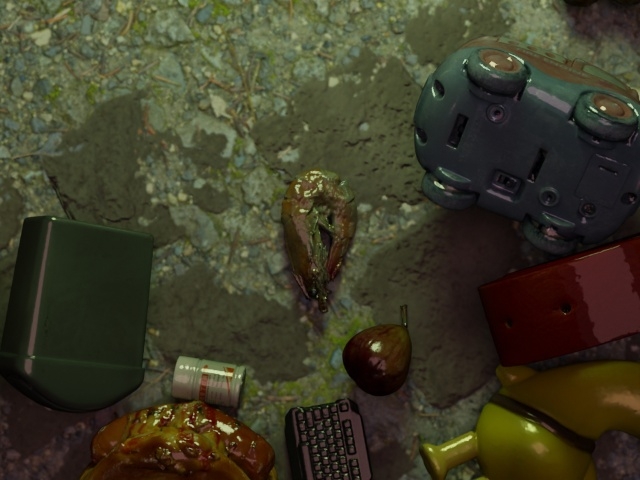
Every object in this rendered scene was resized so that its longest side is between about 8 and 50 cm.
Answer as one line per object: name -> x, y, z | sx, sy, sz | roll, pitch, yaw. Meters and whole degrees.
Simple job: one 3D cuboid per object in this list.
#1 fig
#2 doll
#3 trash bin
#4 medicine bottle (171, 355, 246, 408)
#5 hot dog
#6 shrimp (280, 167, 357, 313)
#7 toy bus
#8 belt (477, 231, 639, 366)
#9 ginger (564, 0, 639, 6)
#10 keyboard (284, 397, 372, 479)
fig -> 0.089, 0.137, 1.566 | 0.089, 0.089, 0.125 | 42, 66, 3
doll -> 0.305, 0.228, 1.519 | 0.362, 0.145, 0.200 | -22, 81, -6
trash bin -> -0.304, 0.097, 1.532 | 0.176, 0.101, 0.236 | 12, 82, -34
medicine bottle -> -0.143, 0.183, 1.574 | 0.089, 0.057, 0.057 | 10, 87, 2
hot dog -> -0.176, 0.280, 1.517 | 0.256, 0.150, 0.153 | 4, 111, 2
shrimp -> 0.000, 0.000, 1.589 | 0.101, 0.042, 0.190 | -2, 86, -6
toy bus -> 0.268, -0.141, 1.504 | 0.294, 0.232, 0.197 | 22, 124, 7
belt -> 0.359, 0.058, 1.482 | 0.323, 0.227, 0.115 | -18, 89, 3
ginger -> 0.403, -0.343, 1.567 | 0.204, 0.104, 0.080 | 1, 102, 17
keyboard -> 0.023, 0.338, 1.564 | 0.106, 0.016, 0.262 | -10, 79, 1
